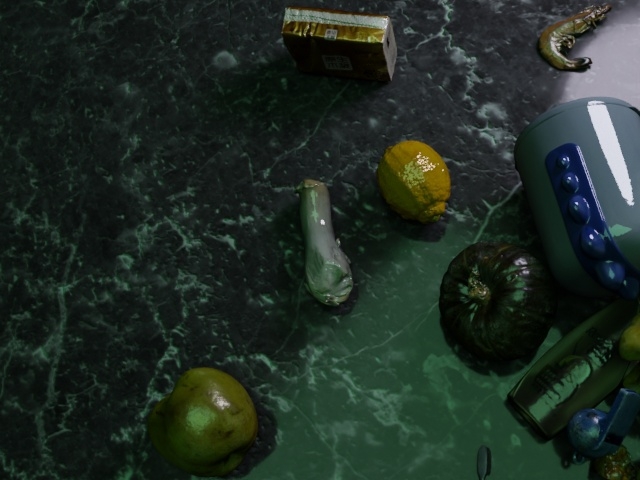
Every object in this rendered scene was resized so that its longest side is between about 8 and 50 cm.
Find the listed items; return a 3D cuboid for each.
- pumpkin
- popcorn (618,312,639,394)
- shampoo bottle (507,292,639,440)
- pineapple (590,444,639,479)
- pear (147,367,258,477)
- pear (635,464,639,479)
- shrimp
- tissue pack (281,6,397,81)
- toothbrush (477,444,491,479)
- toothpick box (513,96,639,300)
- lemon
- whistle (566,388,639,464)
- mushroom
[{"bbox_3d":[0.318,0.109,1.348,0.224,0.157,0.223,-10,74,40],"label":"pumpkin"},{"bbox_3d":[0.644,0.223,1.218,0.235,0.242,0.250,-32,105,-28],"label":"popcorn"},{"bbox_3d":[0.501,0.207,1.337,0.350,0.084,0.125,-39,66,-6],"label":"shampoo bottle"},{"bbox_3d":[0.520,0.399,1.283,0.114,0.114,0.077,33,116,3],"label":"pineapple"},{"bbox_3d":[-0.211,0.335,1.367,0.200,0.200,0.199,-3,70,9],"label":"pear"},{"bbox_3d":[0.624,0.418,1.189,0.220,0.187,0.187,36,80,21],"label":"pear"},{"bbox_3d":[0.560,-0.431,1.581,0.178,0.034,0.124,-25,71,2],"label":"shrimp"},{"bbox_3d":[0.043,-0.421,1.588,0.226,0.183,0.091,8,76,13],"label":"tissue pack"},{"bbox_3d":[0.283,0.522,1.290,0.023,0.031,0.320,-9,66,37],"label":"toothbrush"},{"bbox_3d":[0.491,-0.056,1.315,0.263,0.263,0.354,-11,61,6],"label":"toothpick box"},{"bbox_3d":[0.188,-0.117,1.478,0.142,0.142,0.187,-28,73,-1],"label":"lemon"},{"bbox_3d":[0.465,0.307,1.241,0.090,0.090,0.157,27,97,18],"label":"whistle"},{"bbox_3d":[0.001,0.002,1.495,0.099,0.096,0.277,-13,65,4],"label":"mushroom"}]
